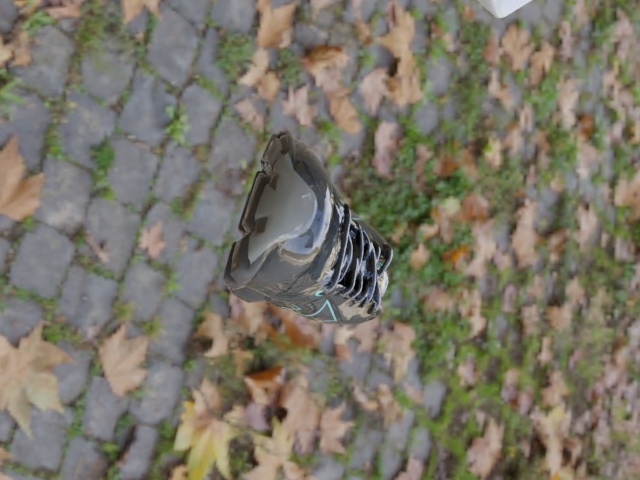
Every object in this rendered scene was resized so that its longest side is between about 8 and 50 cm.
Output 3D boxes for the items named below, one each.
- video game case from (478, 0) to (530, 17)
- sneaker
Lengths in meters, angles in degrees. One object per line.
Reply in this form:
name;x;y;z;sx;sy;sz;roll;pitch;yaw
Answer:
video game case;0.136;-0.225;0.655;0.183;0.201;0.023;-31;132;1
sneaker;0.000;0.000;0.703;0.267;0.106;0.101;114;-5;-84
